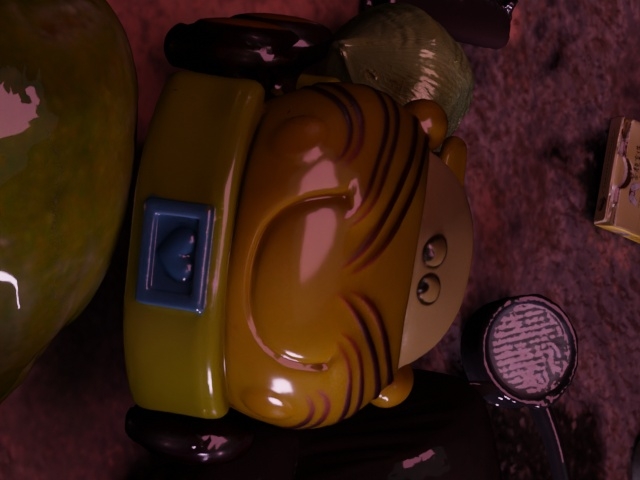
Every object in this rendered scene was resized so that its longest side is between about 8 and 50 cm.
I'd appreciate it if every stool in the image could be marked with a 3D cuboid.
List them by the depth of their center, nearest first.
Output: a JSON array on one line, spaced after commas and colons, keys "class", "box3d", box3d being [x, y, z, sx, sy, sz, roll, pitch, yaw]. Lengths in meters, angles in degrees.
[{"class": "stool", "box3d": [0.008, 0.137, 0.940, 0.217, 0.125, 0.121, -18, 109, -31]}]

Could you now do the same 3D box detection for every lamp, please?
[{"class": "lamp", "box3d": [0.156, 0.213, 1.136, 0.130, 0.108, 0.371, -35, 100, -23]}]

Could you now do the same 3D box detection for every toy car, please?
[{"class": "toy car", "box3d": [0.000, 0.000, 0.851, 0.248, 0.142, 0.200, -40, 136, -75]}]

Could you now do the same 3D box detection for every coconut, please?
[{"class": "coconut", "box3d": [0.037, -0.083, 0.984, 0.096, 0.088, 0.088, 30, 71, -45]}]

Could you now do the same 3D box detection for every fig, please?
[{"class": "fig", "box3d": [-0.152, -0.021, 0.756, 0.167, 0.167, 0.233, -9, 90, -43]}]

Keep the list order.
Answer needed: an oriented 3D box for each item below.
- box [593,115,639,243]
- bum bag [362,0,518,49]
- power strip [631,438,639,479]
[{"class": "box", "box3d": [0.233, -0.028, 1.212, 0.149, 0.020, 0.073, 20, 79, -42]}, {"class": "bum bag", "box3d": [0.072, -0.193, 1.051, 0.109, 0.026, 0.159, 3, 89, -42]}, {"class": "power strip", "box3d": [0.359, 0.153, 1.261, 0.261, 0.141, 0.229, -47, 122, -29]}]
